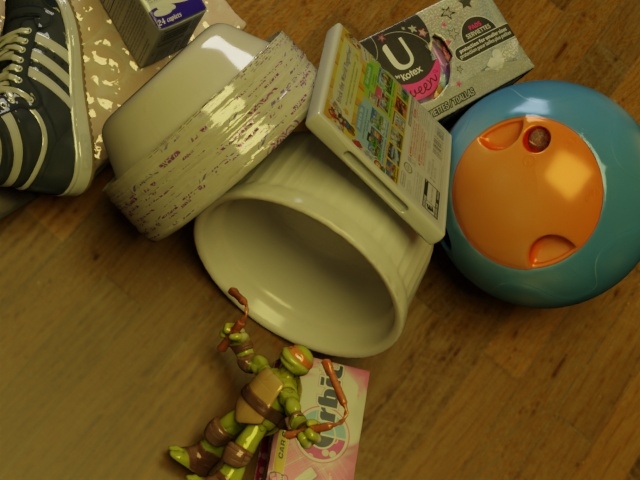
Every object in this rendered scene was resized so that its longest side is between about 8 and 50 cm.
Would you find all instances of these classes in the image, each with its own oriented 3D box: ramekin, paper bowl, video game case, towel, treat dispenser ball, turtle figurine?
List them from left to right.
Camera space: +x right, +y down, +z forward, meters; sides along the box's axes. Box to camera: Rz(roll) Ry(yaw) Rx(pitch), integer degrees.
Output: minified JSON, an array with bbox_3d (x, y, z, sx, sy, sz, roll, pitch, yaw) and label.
[{"bbox_3d":[-0.305,-0.275,1.899,0.317,0.053,0.332,45,65,-2],"label":"towel"},{"bbox_3d":[-0.140,-0.141,1.761,0.148,0.284,0.284,47,64,-10],"label":"paper bowl"},{"bbox_3d":[-0.079,0.189,1.759,0.217,0.269,0.087,-50,138,5],"label":"turtle figurine"},{"bbox_3d":[0.000,0.000,1.799,0.277,0.277,0.135,36,57,-5],"label":"ramekin"},{"bbox_3d":[0.072,-0.125,1.734,0.206,0.026,0.227,43,29,-20],"label":"video game case"},{"bbox_3d":[0.282,-0.058,1.901,0.288,0.288,0.288,6,71,-17],"label":"treat dispenser ball"}]

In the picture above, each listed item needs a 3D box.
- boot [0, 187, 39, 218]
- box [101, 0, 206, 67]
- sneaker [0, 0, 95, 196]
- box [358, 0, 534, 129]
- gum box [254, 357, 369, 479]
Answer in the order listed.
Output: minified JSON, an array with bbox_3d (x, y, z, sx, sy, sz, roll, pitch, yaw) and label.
[{"bbox_3d":[-0.493,-0.111,1.728,0.264,0.096,0.280,-35,97,-26],"label":"boot"},{"bbox_3d":[-0.212,-0.301,1.841,0.072,0.126,0.137,-29,85,-23],"label":"box"},{"bbox_3d":[-0.357,-0.188,1.748,0.153,0.099,0.282,-2,76,-46],"label":"sneaker"},{"bbox_3d":[0.121,-0.207,1.962,0.247,0.163,0.142,-30,86,-25],"label":"box"},{"bbox_3d":[-0.013,0.241,1.825,0.107,0.062,0.188,15,69,-14],"label":"gum box"}]
